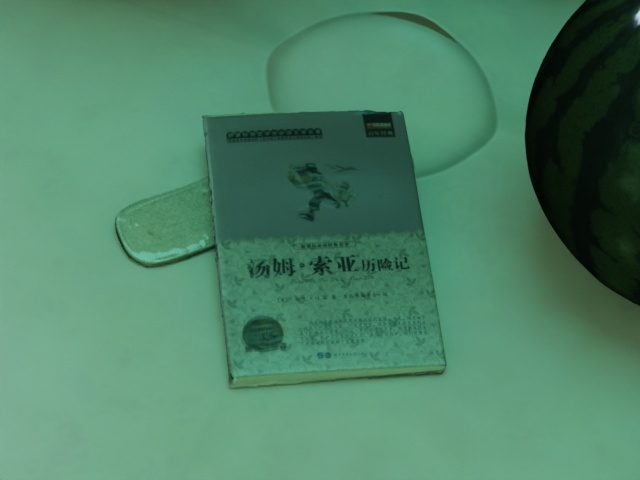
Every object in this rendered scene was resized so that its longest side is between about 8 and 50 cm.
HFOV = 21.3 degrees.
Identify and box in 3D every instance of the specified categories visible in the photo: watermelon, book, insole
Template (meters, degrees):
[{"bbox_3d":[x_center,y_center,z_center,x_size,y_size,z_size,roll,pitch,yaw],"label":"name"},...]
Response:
[{"bbox_3d":[0.217,-0.061,0.954,0.212,0.212,0.212,3,53,-4],"label":"watermelon"},{"bbox_3d":[0.000,0.000,0.997,0.127,0.014,0.181,-3,59,-8],"label":"book"},{"bbox_3d":[-0.032,-0.029,1.029,0.192,0.010,0.063,-19,57,-20],"label":"insole"}]
